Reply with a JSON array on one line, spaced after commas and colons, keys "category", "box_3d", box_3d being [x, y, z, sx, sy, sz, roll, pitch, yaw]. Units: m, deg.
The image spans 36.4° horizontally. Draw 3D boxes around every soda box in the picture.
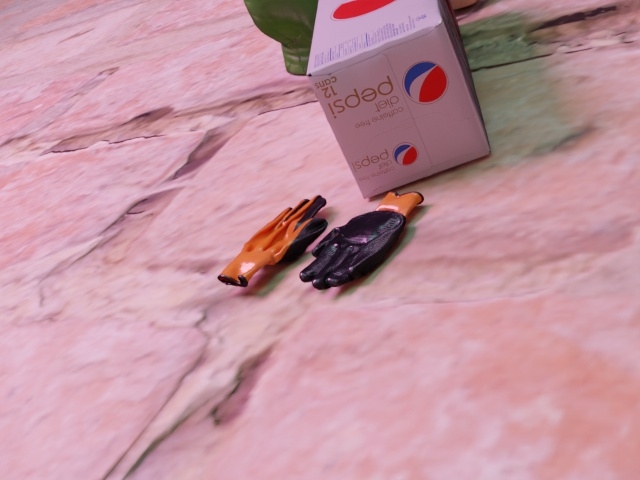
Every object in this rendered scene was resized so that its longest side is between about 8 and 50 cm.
[{"category": "soda box", "box_3d": [0.042, -0.111, 0.543, 0.069, 0.074, 0.216, -19, 27, 14]}]

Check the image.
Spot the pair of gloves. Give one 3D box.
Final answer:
[{"category": "pair of gloves", "box_3d": [0.000, 0.000, 0.448, 0.083, 0.010, 0.074, 2, 36, 40]}]

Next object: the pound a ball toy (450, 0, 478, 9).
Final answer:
[{"category": "pound a ball toy", "box_3d": [0.219, -0.282, 0.633, 0.319, 0.135, 0.208, -38, 28, -24]}]

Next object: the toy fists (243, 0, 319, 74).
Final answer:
[{"category": "toy fists", "box_3d": [0.021, -0.247, 0.740, 0.096, 0.142, 0.279, 0, 35, 42]}]
